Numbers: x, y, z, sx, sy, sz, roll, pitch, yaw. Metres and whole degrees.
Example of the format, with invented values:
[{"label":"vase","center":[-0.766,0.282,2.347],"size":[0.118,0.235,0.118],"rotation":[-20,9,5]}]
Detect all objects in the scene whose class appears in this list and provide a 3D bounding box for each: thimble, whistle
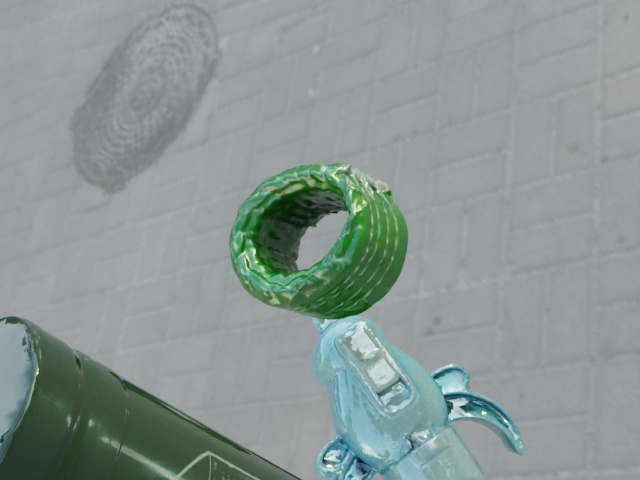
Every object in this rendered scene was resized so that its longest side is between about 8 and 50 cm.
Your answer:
[{"label":"thimble","center":[0.000,0.000,0.845],"size":[0.130,0.090,0.118],"rotation":[-46,56,16]},{"label":"whistle","center":[0.076,0.171,0.955],"size":[0.186,0.093,0.274],"rotation":[-30,76,-19]}]

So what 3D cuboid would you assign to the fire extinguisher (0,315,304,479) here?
[{"label":"fire extinguisher","center":[-0.054,0.154,0.539],"size":[0.114,0.311,0.095],"rotation":[-43,36,16]}]
